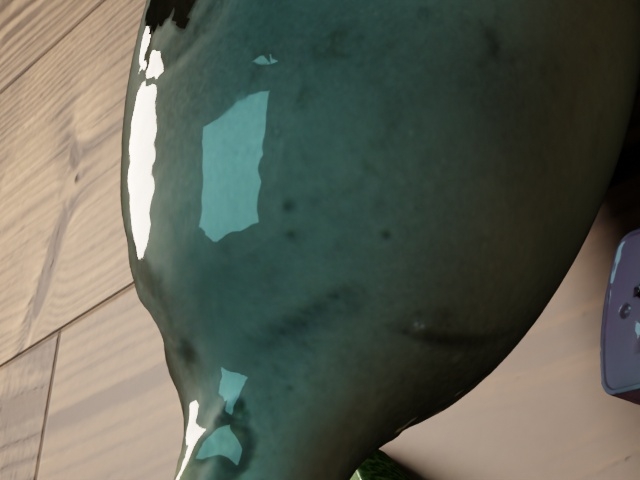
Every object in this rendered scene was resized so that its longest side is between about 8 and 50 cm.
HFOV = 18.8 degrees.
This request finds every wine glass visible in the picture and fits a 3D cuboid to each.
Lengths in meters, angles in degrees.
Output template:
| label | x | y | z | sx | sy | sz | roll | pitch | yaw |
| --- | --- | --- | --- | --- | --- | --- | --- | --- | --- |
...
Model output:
| label | x | y | z | sx | sy | sz | roll | pitch | yaw |
| --- | --- | --- | --- | --- | --- | --- | --- | --- | --- |
| wine glass | 0.002 | 0.005 | 0.675 | 0.190 | 0.190 | 0.357 | -27 | 40 | 53 |

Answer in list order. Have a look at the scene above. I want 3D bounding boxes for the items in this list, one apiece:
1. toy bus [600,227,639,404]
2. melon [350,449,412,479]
| label | x | y | z | sx | sy | sz | roll | pitch | yaw |
| --- | --- | --- | --- | --- | --- | --- | --- | --- | --- |
| toy bus | 0.166 | 0.011 | 0.526 | 0.203 | 0.090 | 0.063 | -22 | 53 | 55 |
| melon | 0.022 | 0.148 | 0.770 | 0.262 | 0.053 | 0.114 | -114 | 32 | -58 |
